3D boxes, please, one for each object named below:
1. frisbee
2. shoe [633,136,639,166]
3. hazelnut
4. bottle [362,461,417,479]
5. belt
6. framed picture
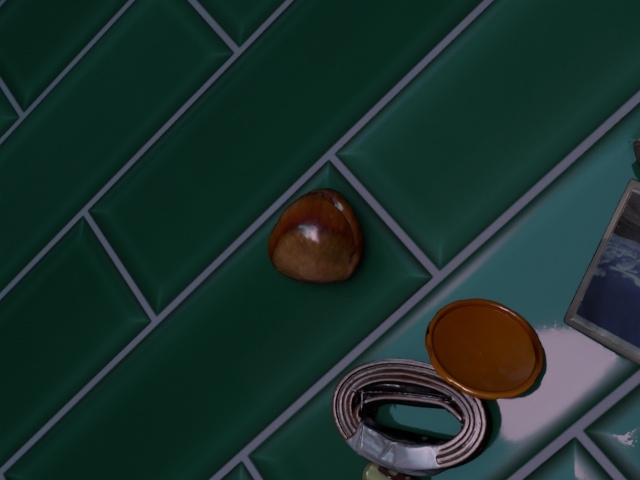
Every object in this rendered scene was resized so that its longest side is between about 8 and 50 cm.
[{"bbox_3d":[0.265,0.179,1.137,0.191,0.035,0.192,1,48,-2],"label":"frisbee"},{"bbox_3d":[0.633,-0.077,1.042,0.159,0.124,0.316,-38,68,2],"label":"shoe"},{"bbox_3d":[0.000,0.000,1.263,0.182,0.182,0.182,-5,77,21],"label":"hazelnut"},{"bbox_3d":[0.122,0.405,1.167,0.101,0.063,0.047,5,82,41],"label":"bottle"},{"bbox_3d":[0.151,0.295,1.163,0.261,0.105,0.184,1,76,19],"label":"belt"},{"bbox_3d":[0.500,0.057,1.047,0.189,0.023,0.260,33,114,37],"label":"framed picture"}]
